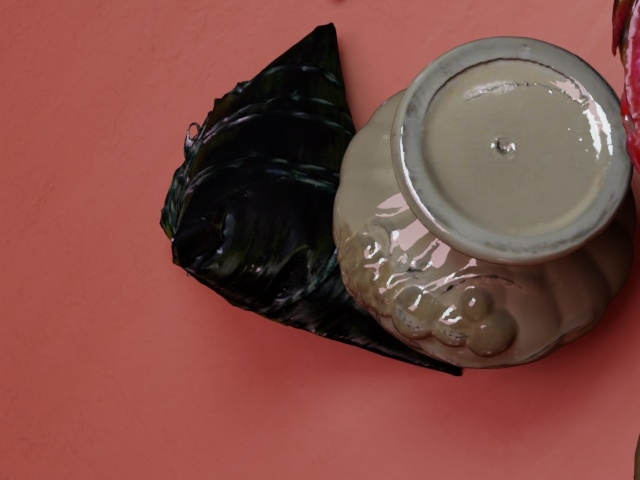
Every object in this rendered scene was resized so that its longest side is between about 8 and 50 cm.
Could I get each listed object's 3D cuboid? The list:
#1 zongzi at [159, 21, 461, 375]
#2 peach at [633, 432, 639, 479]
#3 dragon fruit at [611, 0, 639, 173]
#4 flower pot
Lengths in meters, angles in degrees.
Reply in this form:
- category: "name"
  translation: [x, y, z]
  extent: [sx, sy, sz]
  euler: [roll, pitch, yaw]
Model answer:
- category: "zongzi"
  translation: [0.000, 0.000, 1.573]
  extent: [0.319, 0.362, 0.383]
  euler: [-50, 20, 20]
- category: "peach"
  translation: [0.396, 0.212, 1.212]
  extent: [0.292, 0.247, 0.292]
  euler: [-30, 55, 57]
- category: "dragon fruit"
  translation: [0.439, -0.151, 1.226]
  extent: [0.386, 0.249, 0.371]
  euler: [-24, 93, 10]
- category: "flower pot"
  translation: [0.158, -0.042, 1.346]
  extent: [0.307, 0.244, 0.308]
  euler: [0, 70, -1]
